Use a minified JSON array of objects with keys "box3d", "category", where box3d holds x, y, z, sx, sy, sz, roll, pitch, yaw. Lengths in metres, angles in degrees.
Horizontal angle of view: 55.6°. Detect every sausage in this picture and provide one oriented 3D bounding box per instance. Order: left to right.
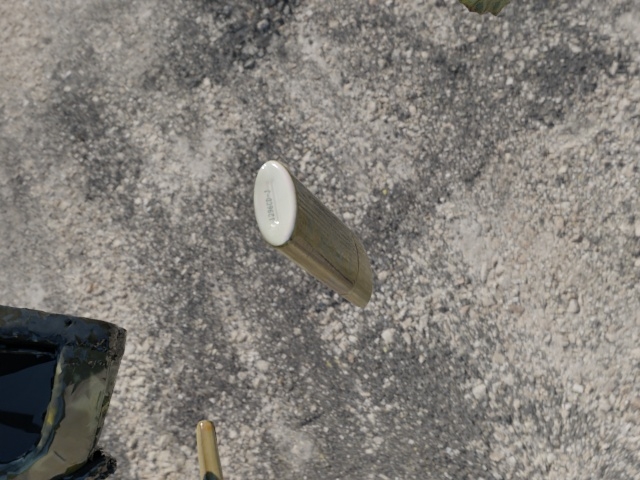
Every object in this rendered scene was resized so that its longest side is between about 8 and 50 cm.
[{"box3d":[-0.112,0.252,0.634,0.024,0.024,0.132,-25,51,8],"category":"sausage"}]

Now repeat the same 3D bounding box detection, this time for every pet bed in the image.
[{"box3d":[-0.259,0.138,0.475,0.211,0.183,0.159,-23,56,61],"category":"pet bed"}]

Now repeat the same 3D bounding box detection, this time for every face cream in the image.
[{"box3d":[0.000,0.000,0.919,0.067,0.285,0.139,-21,60,19],"category":"face cream"}]

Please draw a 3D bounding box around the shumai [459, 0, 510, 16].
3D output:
[{"box3d":[0.172,-0.318,0.582,0.142,0.184,0.184,-7,59,49],"category":"shumai"}]
